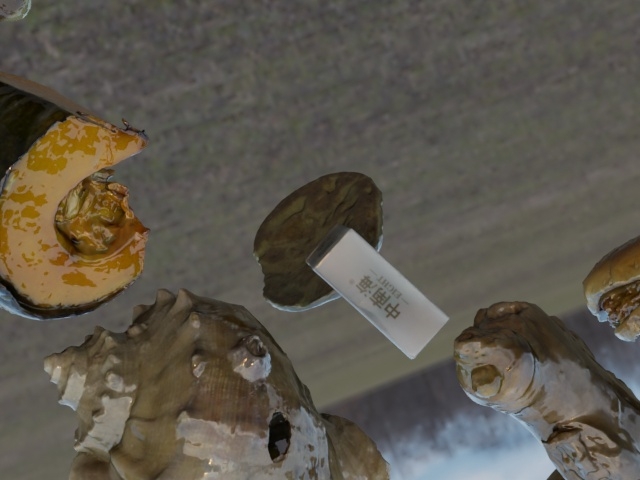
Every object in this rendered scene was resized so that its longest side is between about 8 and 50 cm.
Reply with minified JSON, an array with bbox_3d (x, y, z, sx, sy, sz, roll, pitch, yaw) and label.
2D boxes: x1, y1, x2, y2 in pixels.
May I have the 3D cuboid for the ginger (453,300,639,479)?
[{"bbox_3d":[0.207,0.143,1.182,0.080,0.166,0.333,-29,127,31],"label":"ginger"}]

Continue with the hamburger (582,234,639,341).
[{"bbox_3d":[0.520,0.045,2.251,0.259,0.144,0.283,-31,165,16],"label":"hamburger"}]

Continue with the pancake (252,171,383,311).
[{"bbox_3d":[0.001,0.001,2.079,0.222,0.042,0.236,-44,-146,-5],"label":"pancake"}]

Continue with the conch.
[{"bbox_3d":[-0.094,0.180,1.334,0.324,0.263,0.186,16,160,3],"label":"conch"}]

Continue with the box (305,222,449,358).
[{"bbox_3d":[0.061,0.054,1.777,0.067,0.155,0.243,-46,-178,-1],"label":"box"}]

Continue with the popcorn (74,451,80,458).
[{"bbox_3d":[-0.165,0.241,1.695,0.221,0.204,0.184,-12,-170,26],"label":"popcorn"}]

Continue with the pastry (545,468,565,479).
[{"bbox_3d":[0.365,0.394,1.832,0.164,0.356,0.356,-3,-178,27],"label":"pastry"}]

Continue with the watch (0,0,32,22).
[{"bbox_3d":[-0.410,-0.446,1.667,0.314,0.327,0.335,2,-122,48],"label":"watch"}]

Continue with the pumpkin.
[{"bbox_3d":[-0.359,-0.058,1.869,0.256,0.303,0.225,-16,-146,-35],"label":"pumpkin"}]
